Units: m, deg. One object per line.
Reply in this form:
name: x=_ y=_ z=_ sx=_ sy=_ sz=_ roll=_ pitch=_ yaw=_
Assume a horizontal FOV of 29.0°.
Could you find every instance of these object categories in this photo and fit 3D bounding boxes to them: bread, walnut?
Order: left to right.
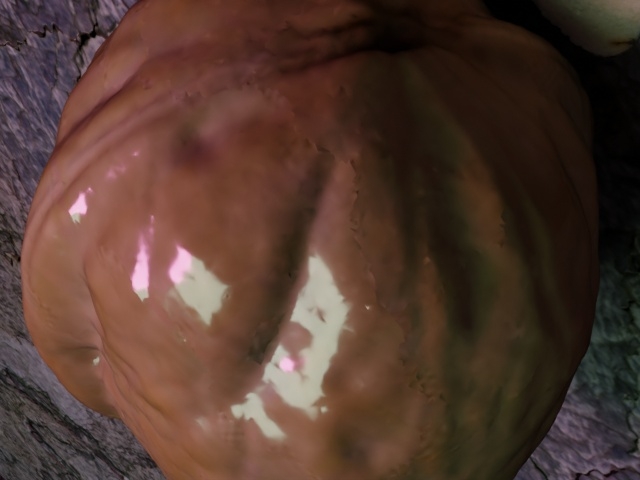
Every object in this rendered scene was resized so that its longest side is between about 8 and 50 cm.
walnut: x=0.000 y=0.000 z=0.738 sx=0.381 sy=0.381 sz=0.381 roll=33 pitch=149 yaw=23
bread: x=0.140 y=-0.158 z=0.641 sx=0.126 sy=0.044 sz=0.129 roll=39 pitch=148 yaw=-2
